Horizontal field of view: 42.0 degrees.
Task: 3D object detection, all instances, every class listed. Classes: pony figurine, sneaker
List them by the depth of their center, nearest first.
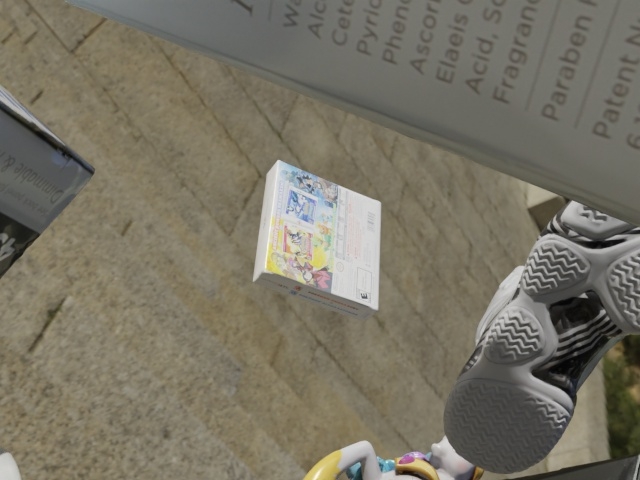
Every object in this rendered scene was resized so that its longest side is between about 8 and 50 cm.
[{"bbox_3d":[0.255,0.050,0.838,0.137,0.366,0.210,33,24,6],"label":"sneaker"},{"bbox_3d":[0.119,0.407,1.089,0.363,0.302,0.351,-7,95,-43],"label":"pony figurine"}]

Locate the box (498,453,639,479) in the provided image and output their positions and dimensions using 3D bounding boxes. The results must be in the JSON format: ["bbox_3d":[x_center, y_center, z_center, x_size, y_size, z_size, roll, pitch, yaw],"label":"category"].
[{"bbox_3d":[0.132,0.199,0.422,0.191,0.184,0.045,48,48,-14],"label":"box"}]

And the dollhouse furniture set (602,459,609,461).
[{"bbox_3d":[0.317,0.324,0.653,0.259,0.135,0.262,12,64,0],"label":"dollhouse furniture set"}]

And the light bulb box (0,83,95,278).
[{"bbox_3d":[-0.365,-0.111,0.390,0.361,0.225,0.358,39,-5,20],"label":"light bulb box"}]

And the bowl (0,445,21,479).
[{"bbox_3d":[-0.253,0.233,0.383,0.134,0.298,0.298,21,51,-29],"label":"bowl"}]

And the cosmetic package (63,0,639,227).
[{"bbox_3d":[0.084,-0.260,0.425,0.329,0.393,0.328,-35,143,-52],"label":"cosmetic package"}]

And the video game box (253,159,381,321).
[{"bbox_3d":[0.000,0.000,1.236,0.187,0.048,0.205,23,50,-23],"label":"video game box"}]
